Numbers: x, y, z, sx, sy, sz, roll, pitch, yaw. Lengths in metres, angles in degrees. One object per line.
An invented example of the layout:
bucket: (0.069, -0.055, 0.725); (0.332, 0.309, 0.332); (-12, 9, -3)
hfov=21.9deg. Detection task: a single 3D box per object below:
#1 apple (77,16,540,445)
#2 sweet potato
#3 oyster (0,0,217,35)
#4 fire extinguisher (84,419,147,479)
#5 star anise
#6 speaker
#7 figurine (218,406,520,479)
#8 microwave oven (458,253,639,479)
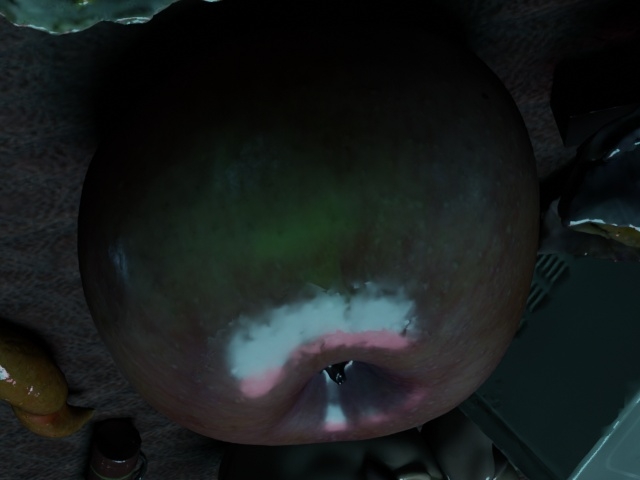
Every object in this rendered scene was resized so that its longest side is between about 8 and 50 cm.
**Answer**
apple: (0.000, 0.000, 1.045); (0.305, 0.235, 0.306); (-12, 149, -7)
sweet potato: (-0.233, 0.114, 1.318); (0.055, 0.058, 0.202); (-35, 150, -6)
oyster: (-0.138, -0.210, 0.789); (0.396, 0.111, 0.204); (-8, 132, -10)
fire extinguisher: (-0.188, 0.215, 1.526); (0.078, 0.045, 0.157); (-26, 156, -27)
star anise: (0.284, -0.057, 1.051); (0.331, 0.118, 0.332); (-15, -179, 0)
speaker: (0.260, -0.111, 1.169); (0.191, 0.040, 0.046); (-13, 153, -4)
figurine: (0.064, 0.205, 1.483); (0.380, 0.203, 0.248); (-25, 177, -14)
microwave oven: (0.266, 0.098, 1.341); (0.295, 0.181, 0.237); (22, 107, -49)
